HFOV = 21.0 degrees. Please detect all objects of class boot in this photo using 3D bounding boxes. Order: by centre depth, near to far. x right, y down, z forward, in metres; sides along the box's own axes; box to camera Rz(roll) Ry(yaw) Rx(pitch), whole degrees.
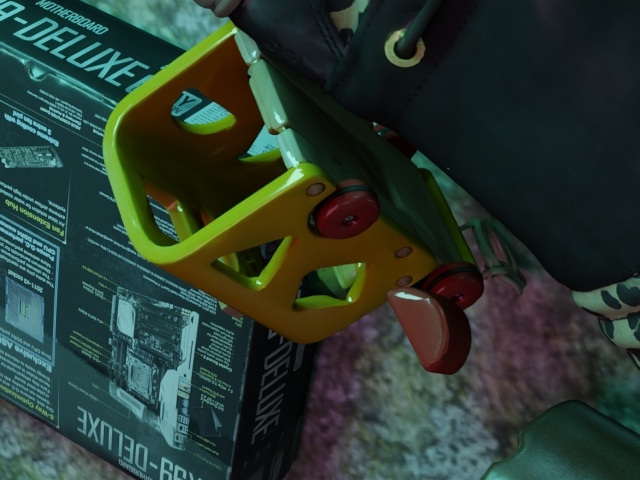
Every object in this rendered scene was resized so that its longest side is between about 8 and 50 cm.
[{"bbox_3d":[0.155,-0.135,0.628,0.284,0.138,0.377,44,113,-10],"label":"boot"}]

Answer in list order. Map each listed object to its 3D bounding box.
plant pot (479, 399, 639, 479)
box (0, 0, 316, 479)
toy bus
[{"bbox_3d":[0.151,0.170,0.810,0.165,0.167,0.167,34,132,25],"label":"plant pot"},{"bbox_3d":[-0.142,-0.009,0.973,0.307,0.076,0.242,26,129,23],"label":"box"},{"bbox_3d":[-0.008,-0.008,0.767,0.104,0.191,0.202,-33,100,16],"label":"toy bus"}]
